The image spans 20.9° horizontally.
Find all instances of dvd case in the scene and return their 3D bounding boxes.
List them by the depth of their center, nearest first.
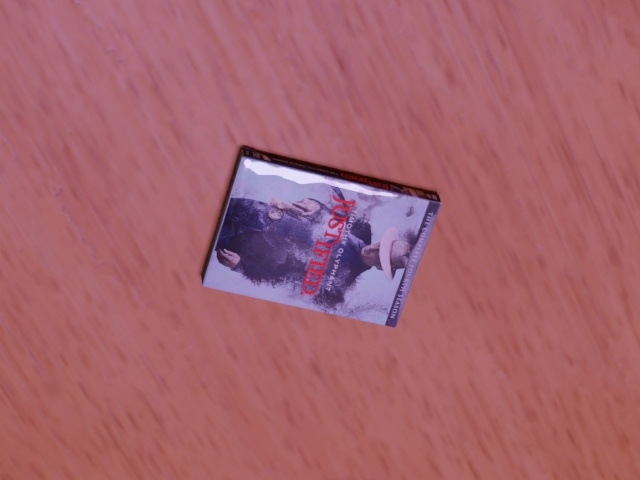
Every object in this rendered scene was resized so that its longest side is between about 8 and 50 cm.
[{"bbox_3d":[0.000,0.000,0.994,0.119,0.013,0.087,13,115,-14],"label":"dvd case"}]
